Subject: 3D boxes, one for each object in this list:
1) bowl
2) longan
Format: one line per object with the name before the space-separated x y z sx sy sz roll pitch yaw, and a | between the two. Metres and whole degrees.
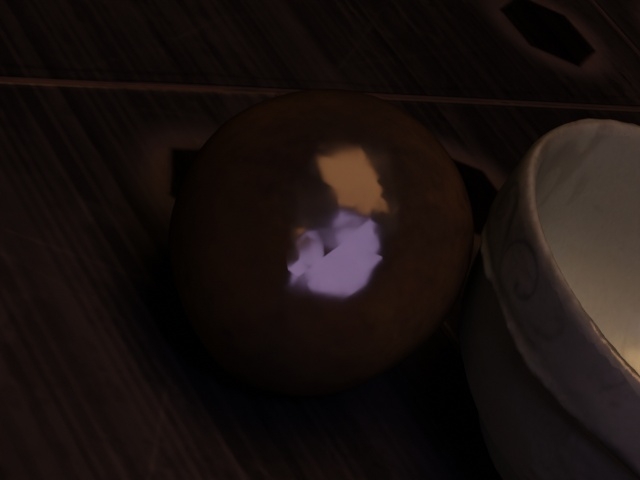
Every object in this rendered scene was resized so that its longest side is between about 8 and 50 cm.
bowl | 0.204 0.085 1.024 0.307 0.163 0.307 27 32 -19
longan | 0.000 0.000 0.989 0.167 0.167 0.187 27 58 -8
